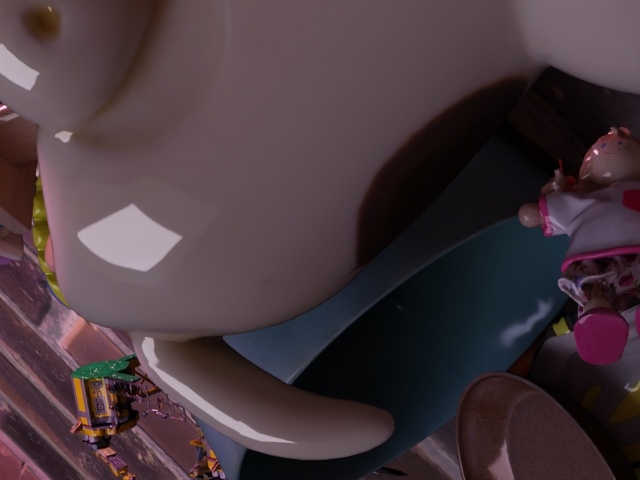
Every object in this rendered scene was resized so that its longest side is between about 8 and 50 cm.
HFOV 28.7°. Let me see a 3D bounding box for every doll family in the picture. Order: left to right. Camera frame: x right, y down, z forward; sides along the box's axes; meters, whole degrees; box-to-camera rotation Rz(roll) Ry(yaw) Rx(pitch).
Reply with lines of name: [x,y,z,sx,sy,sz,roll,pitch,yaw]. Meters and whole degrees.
doll family: [0.237,-0.004,0.610,0.263,0.163,0.118,-13,129,23]

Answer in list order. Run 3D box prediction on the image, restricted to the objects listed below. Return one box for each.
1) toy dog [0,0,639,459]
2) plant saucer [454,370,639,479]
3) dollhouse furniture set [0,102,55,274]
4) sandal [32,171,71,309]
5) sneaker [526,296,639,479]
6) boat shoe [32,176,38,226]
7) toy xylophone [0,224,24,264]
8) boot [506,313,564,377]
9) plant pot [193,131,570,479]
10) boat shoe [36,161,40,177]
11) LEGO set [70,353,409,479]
toy dog: [0.041,-0.128,0.546,0.284,0.408,0.395,22,-129,-64]
plant saucer: [0.161,0.174,0.835,0.198,0.036,0.198,45,146,41]
dollhouse furniture set: [-0.206,-0.117,0.740,0.161,0.242,0.212,-16,145,19]
sandal: [-0.175,-0.096,1.029,0.126,0.317,0.138,5,178,-15]
sneaker: [0.212,0.189,0.925,0.384,0.145,0.147,87,160,-55]
boat shoe: [-0.330,-0.080,1.417,0.227,0.079,0.081,46,144,-13]
toy xylophone: [-0.267,-0.156,0.988,0.236,0.081,0.322,-118,36,-60]
boot: [0.167,0.132,1.014,0.059,0.084,0.158,27,149,28]
plant pot: [0.000,0.000,0.858,0.235,0.293,0.293,51,157,24]
boat shoe: [-0.258,-0.146,1.172,0.116,0.097,0.324,-28,117,16]
LEGO set: [-0.091,0.214,1.289,0.331,0.255,0.192,0,103,39]
